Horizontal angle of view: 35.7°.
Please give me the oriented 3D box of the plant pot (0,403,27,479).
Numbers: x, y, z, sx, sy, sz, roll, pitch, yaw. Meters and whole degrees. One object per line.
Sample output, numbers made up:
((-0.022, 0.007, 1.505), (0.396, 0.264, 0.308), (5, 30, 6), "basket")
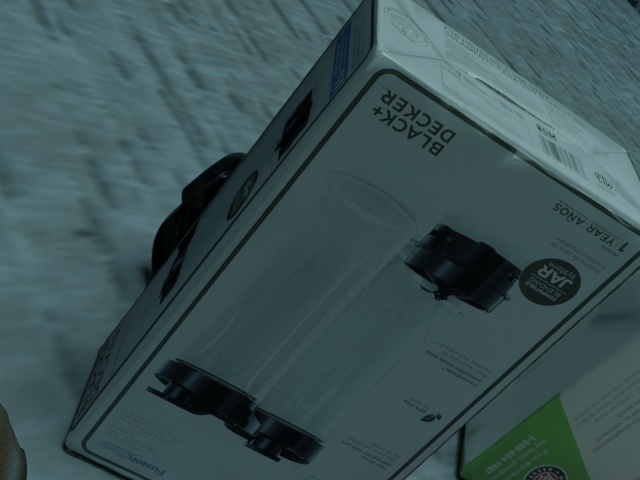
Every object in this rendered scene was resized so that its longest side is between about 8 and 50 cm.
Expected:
((-0.179, 0.126, 0.329), (0.167, 0.167, 0.165), (30, 24, -19), "plant pot")

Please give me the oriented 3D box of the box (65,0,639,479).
((0.009, 0.033, 0.523), (0.169, 0.290, 0.087), (29, 31, -17), "box")

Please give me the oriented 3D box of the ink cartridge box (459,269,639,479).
((0.308, 0.182, 0.754), (0.353, 0.207, 0.119), (37, 32, -10), "ink cartridge box")

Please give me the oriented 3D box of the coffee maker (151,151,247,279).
((0.000, 0.000, 0.670), (0.178, 0.171, 0.120), (8, 35, -46), "coffee maker")
